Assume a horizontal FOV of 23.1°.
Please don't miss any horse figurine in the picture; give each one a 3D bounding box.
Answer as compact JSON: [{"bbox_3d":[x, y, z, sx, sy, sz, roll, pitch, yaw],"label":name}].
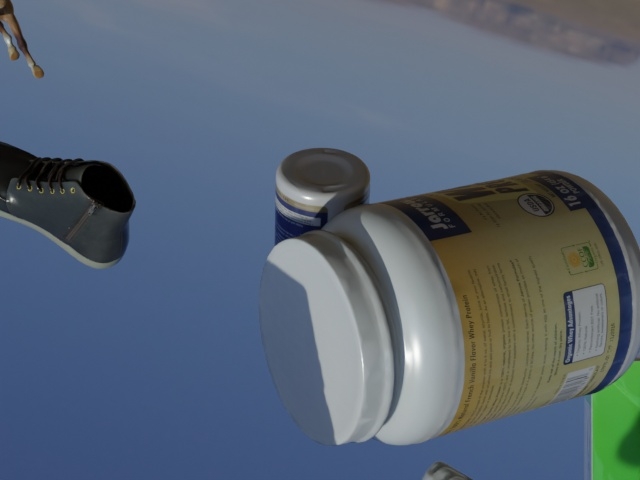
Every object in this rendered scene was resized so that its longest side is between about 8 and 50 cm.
[{"bbox_3d":[-0.386,-0.301,1.802,0.066,0.263,0.174,-27,-121,-18],"label":"horse figurine"}]

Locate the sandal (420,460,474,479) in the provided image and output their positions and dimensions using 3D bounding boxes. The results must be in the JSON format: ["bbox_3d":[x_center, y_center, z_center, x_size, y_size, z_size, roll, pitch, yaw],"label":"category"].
[{"bbox_3d":[0.184,0.317,1.388,0.169,0.102,0.416,32,-178,-15],"label":"sandal"}]

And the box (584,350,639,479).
[{"bbox_3d":[0.393,0.268,1.940,0.127,0.262,0.231,0,-179,6],"label":"box"}]

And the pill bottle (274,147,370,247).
[{"bbox_3d":[0.000,0.000,1.576,0.094,0.169,0.094,2,-145,-1],"label":"pill bottle"}]

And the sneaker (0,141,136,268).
[{"bbox_3d":[-0.295,-0.069,1.688,0.222,0.118,0.083,30,-127,0],"label":"sneaker"}]

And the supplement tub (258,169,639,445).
[{"bbox_3d":[0.123,0.065,1.479,0.316,0.228,0.228,-11,-156,-29],"label":"supplement tub"}]
